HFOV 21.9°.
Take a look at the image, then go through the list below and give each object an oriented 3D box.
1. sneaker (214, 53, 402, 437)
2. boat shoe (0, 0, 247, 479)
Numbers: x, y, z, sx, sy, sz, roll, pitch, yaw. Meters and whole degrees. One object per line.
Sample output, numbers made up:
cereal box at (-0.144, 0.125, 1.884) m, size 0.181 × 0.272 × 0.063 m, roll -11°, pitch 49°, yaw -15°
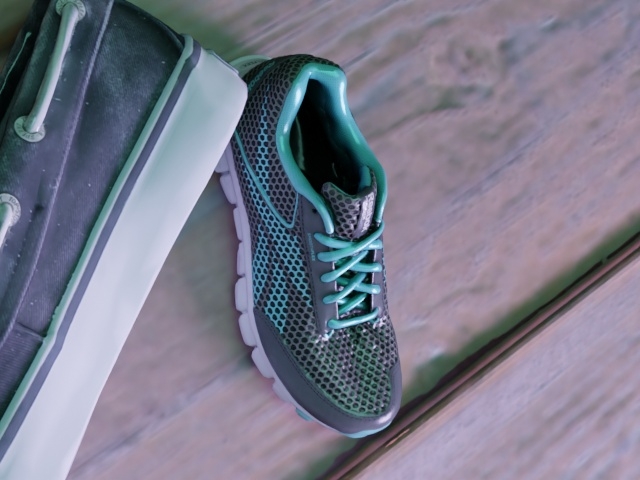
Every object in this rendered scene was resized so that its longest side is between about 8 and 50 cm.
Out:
sneaker at (0.000, 0.000, 0.673) m, size 0.065 × 0.076 × 0.167 m, roll -19°, pitch 91°, yaw -28°
boat shoe at (-0.130, 0.032, 0.584) m, size 0.102 × 0.108 × 0.301 m, roll 34°, pitch 66°, yaw -19°
